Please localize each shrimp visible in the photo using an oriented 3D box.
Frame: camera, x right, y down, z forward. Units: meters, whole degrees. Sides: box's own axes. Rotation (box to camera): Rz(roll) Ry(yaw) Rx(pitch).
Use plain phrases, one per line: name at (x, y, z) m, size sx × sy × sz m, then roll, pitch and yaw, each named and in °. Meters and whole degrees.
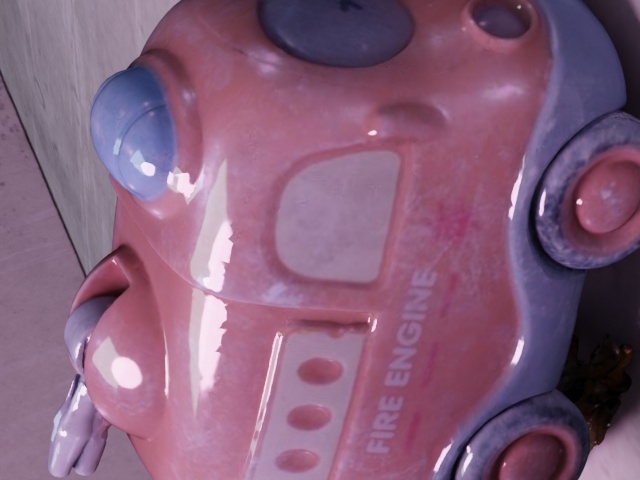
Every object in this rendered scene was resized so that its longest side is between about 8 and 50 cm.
shrimp at (0.120, 0.074, 0.799) m, size 0.190 × 0.042 × 0.101 m, roll 134°, pitch 123°, yaw -73°

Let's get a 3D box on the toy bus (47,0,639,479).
toy bus at (0.000, 0.000, 0.699) m, size 0.197 × 0.231 × 0.294 m, roll -129°, pitch 45°, yaw -52°
